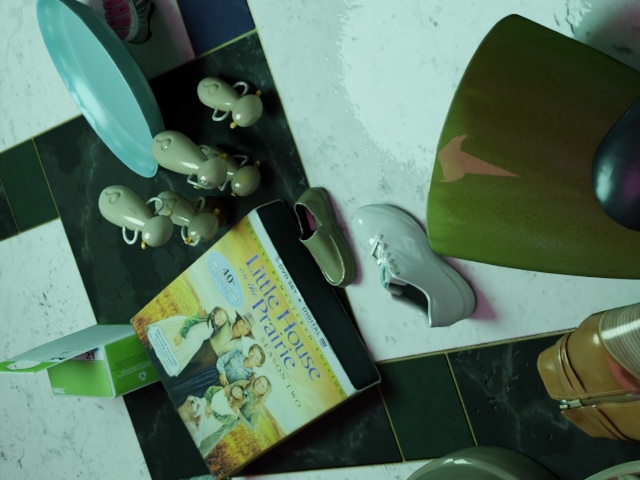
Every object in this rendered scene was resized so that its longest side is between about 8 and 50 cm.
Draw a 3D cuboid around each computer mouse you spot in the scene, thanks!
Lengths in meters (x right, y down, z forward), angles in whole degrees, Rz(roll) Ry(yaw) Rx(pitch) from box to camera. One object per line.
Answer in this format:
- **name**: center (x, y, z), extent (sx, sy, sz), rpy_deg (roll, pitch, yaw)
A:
- **computer mouse**: center (0.361, -0.130, 1.330), extent (0.188, 0.272, 0.072), rpy_deg (34, 165, 10)

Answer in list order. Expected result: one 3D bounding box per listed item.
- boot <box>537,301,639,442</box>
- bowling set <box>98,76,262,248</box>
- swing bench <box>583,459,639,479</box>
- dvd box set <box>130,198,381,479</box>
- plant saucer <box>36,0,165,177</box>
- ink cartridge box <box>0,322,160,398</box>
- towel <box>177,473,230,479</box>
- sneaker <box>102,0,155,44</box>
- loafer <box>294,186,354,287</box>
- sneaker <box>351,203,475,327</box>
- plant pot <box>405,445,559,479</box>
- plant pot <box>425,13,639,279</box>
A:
- **boot**: center (0.379, 0.211, 1.592), extent (0.283, 0.109, 0.220), rpy_deg (54, 145, 0)
- **bowling set**: center (-0.155, -0.077, 2.008), extent (0.154, 0.287, 0.200), rpy_deg (31, 170, 43)
- **swing bench**: center (0.411, 0.391, 1.495), extent (0.253, 0.165, 0.254), rpy_deg (56, -176, -30)
- **dvd box set**: center (-0.112, 0.164, 2.114), extent (0.420, 0.062, 0.307), rpy_deg (-38, 78, 47)
- **plant saucer**: center (-0.326, -0.241, 2.111), extent (0.317, 0.044, 0.317), rpy_deg (47, 158, 25)
- **ink cartridge box**: center (-0.406, 0.218, 2.298), extent (0.189, 0.255, 0.097), rpy_deg (-4, 103, 47)
- **towel**: center (-0.197, 0.566, 2.388), extent (0.312, 0.056, 0.324), rpy_deg (-22, 87, 45)
- **sneaker**: center (-0.290, -0.365, 2.084), extent (0.063, 0.075, 0.170), rpy_deg (-21, 68, 23)
- **loafer**: center (0.000, 0.000, 1.937), extent (0.056, 0.050, 0.148), rpy_deg (-25, 87, 48)
- **sneaker**: center (0.103, 0.033, 1.811), extent (0.212, 0.094, 0.080), rpy_deg (44, 134, 26)
- **plant pot**: center (0.148, 0.446, 1.751), extent (0.323, 0.280, 0.323), rpy_deg (7, 100, 42)
- **plant pot**: center (0.302, -0.067, 1.465), extent (0.294, 0.275, 0.274), rpy_deg (20, 121, 21)
